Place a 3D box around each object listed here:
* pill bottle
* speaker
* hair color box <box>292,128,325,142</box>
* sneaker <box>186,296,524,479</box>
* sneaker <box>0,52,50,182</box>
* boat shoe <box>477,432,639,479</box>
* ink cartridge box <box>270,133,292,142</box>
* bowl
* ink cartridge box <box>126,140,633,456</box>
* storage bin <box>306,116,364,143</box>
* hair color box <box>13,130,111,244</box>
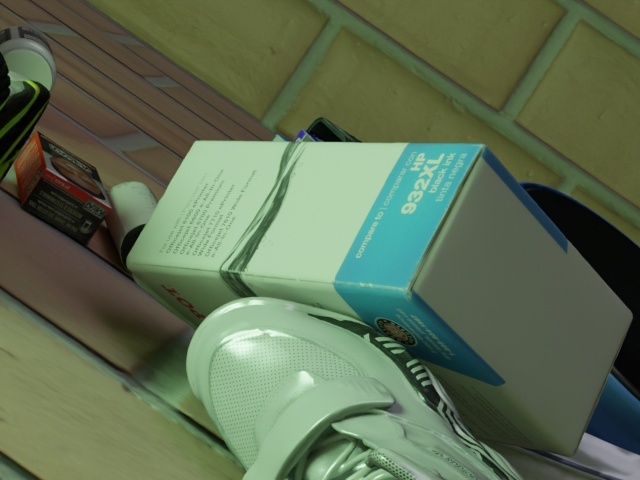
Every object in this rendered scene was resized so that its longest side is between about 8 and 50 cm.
[{"bbox_3d":[-0.337,-0.194,1.870,0.078,0.078,0.137,32,8,-18],"label":"pill bottle"},{"bbox_3d":[-0.166,-0.011,1.526,0.055,0.055,0.136,31,8,-22],"label":"speaker"},{"bbox_3d":[0.074,0.057,1.643,0.339,0.185,0.110,31,8,-28],"label":"hair color box"},{"bbox_3d":[0.020,0.146,1.001,0.366,0.137,0.210,41,8,28],"label":"sneaker"},{"bbox_3d":[-0.313,-0.104,1.224,0.147,0.145,0.384,30,-3,0],"label":"sneaker"},{"bbox_3d":[0.240,0.251,1.294,0.367,0.156,0.136,22,-18,-1],"label":"boat shoe"},{"bbox_3d":[0.000,0.000,1.822,0.203,0.148,0.086,29,8,-33],"label":"ink cartridge box"},{"bbox_3d":[0.281,0.099,1.546,0.391,0.077,0.391,36,24,-19],"label":"bowl"},{"bbox_3d":[0.040,0.037,1.249,0.307,0.129,0.223,4,-30,46],"label":"ink cartridge box"},{"bbox_3d":[-0.004,-0.039,1.936,0.084,0.180,0.122,30,8,-25],"label":"storage bin"},{"bbox_3d":[-0.236,-0.050,1.512,0.072,0.043,0.141,32,8,-21],"label":"hair color box"}]
